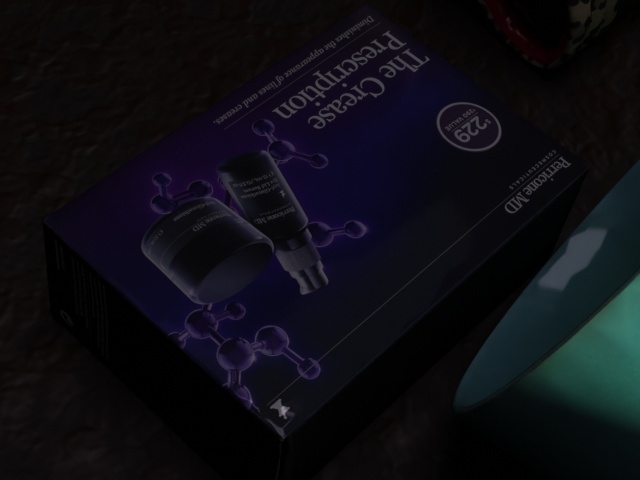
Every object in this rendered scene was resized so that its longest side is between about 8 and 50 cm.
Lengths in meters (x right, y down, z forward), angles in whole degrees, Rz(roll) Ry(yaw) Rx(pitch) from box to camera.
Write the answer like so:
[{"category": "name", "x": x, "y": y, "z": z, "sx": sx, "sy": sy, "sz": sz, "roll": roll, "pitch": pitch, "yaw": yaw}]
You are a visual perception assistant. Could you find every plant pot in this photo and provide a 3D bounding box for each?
[{"category": "plant pot", "x": 0.248, "y": 0.055, "z": 0.627, "sx": 0.235, "sy": 0.293, "sz": 0.293, "roll": 42, "pitch": 58, "yaw": 3}]

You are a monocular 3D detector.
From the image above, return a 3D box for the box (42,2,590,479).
[{"category": "box", "x": 0.000, "y": 0.000, "z": 0.738, "sx": 0.184, "sy": 0.103, "sz": 0.261, "roll": 41, "pitch": 59, "yaw": 17}]

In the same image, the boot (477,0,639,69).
[{"category": "boot", "x": 0.202, "y": -0.330, "z": 0.884, "sx": 0.284, "sy": 0.377, "sz": 0.138, "roll": -35, "pitch": 29, "yaw": -22}]
